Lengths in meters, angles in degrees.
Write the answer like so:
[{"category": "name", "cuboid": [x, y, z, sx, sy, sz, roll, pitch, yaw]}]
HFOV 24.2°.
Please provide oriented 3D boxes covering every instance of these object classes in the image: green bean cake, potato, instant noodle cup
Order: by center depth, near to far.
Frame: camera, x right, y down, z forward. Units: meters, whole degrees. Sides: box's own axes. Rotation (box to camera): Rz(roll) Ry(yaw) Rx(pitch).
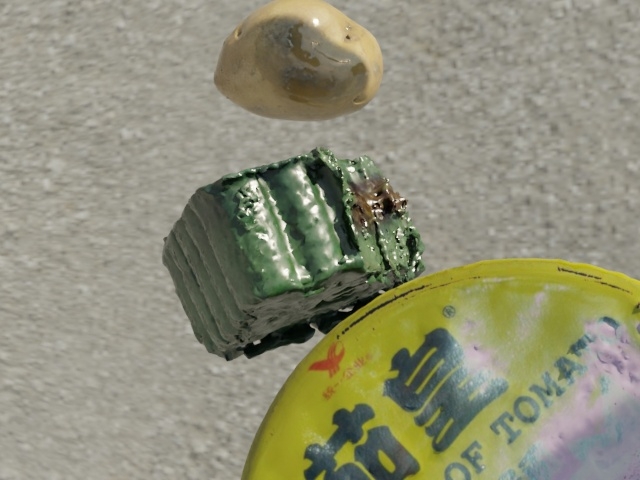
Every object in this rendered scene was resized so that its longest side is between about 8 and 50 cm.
[{"category": "instant noodle cup", "cuboid": [0.135, 0.176, 0.902, 0.325, 0.254, 0.326, -1, 86, 14]}, {"category": "green bean cake", "cuboid": [0.000, 0.000, 1.043, 0.193, 0.208, 0.107, -17, 78, -17]}, {"category": "potato", "cuboid": [-0.018, -0.156, 1.300, 0.147, 0.112, 0.112, 3, 89, -13]}]
